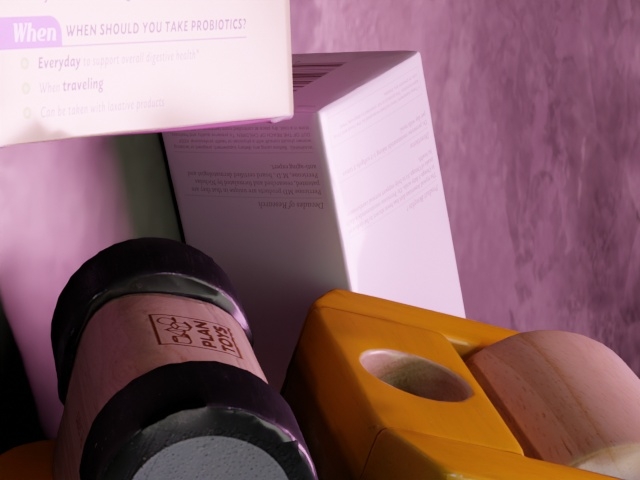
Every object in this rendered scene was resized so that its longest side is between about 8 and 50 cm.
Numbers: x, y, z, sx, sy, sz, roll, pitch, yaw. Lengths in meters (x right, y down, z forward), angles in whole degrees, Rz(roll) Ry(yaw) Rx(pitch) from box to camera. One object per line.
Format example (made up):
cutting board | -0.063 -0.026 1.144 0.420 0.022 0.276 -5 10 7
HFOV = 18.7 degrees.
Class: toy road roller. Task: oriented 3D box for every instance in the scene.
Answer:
toy road roller | 0.002 0.156 0.895 0.329 0.202 0.241 11 108 -17

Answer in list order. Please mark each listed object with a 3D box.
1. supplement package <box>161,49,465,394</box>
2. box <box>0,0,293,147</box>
supplement package | 0.000 0.000 1.031 0.105 0.105 0.179 -34 119 -50
box | -0.122 -0.165 0.833 0.213 0.117 0.243 -12 103 -55
